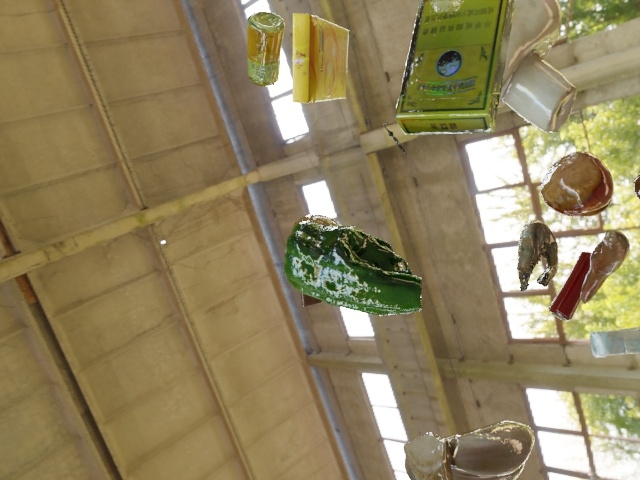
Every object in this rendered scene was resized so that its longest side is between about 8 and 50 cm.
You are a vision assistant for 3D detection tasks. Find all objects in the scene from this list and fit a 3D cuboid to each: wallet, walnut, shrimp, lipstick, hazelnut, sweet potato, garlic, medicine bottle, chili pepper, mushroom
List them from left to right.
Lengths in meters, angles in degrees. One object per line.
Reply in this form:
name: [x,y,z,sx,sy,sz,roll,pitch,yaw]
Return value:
medicine bottle: [-0.192,-0.644,1.601,0.239,0.124,0.124,101,-164,-51]
wallet: [-0.035,0.152,1.709,0.095,0.026,0.176,-13,-72,-21]
walnut: [0.000,0.000,1.502,0.167,0.207,0.167,-54,-13,-19]
chili pepper: [0.080,0.062,1.181,0.167,0.384,0.213,76,-148,-61]
garlic: [0.322,0.489,1.042,0.325,0.279,0.132,13,-125,-30]
mushroom: [0.427,-0.435,1.116,0.353,0.353,0.325,-40,-46,-45]
shrimp: [0.581,0.057,1.255,0.145,0.059,0.254,34,-124,-18]
hazelnut: [0.681,-0.142,1.251,0.182,0.182,0.182,11,-104,-48]
lipstick: [0.855,0.152,1.564,0.080,0.080,0.241,36,-95,-40]
sweet potato: [0.586,0.044,0.961,0.078,0.058,0.255,-54,-30,-22]

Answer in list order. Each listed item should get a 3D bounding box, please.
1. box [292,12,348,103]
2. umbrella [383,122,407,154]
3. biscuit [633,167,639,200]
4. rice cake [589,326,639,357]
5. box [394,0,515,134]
box: [0.006,-0.360,0.945,0.269,0.043,0.152,-48,-39,-65]
umbrella: [0.281,-0.380,1.761,0.149,0.022,0.022,56,-151,-7]
biscuit: [0.687,-0.033,0.626,0.342,0.395,0.166,18,-79,-24]
rice cake: [0.824,0.246,1.166,0.336,0.063,0.066,-4,-107,-9]
box: [0.205,-0.272,0.712,0.064,0.140,0.220,30,-110,-60]
